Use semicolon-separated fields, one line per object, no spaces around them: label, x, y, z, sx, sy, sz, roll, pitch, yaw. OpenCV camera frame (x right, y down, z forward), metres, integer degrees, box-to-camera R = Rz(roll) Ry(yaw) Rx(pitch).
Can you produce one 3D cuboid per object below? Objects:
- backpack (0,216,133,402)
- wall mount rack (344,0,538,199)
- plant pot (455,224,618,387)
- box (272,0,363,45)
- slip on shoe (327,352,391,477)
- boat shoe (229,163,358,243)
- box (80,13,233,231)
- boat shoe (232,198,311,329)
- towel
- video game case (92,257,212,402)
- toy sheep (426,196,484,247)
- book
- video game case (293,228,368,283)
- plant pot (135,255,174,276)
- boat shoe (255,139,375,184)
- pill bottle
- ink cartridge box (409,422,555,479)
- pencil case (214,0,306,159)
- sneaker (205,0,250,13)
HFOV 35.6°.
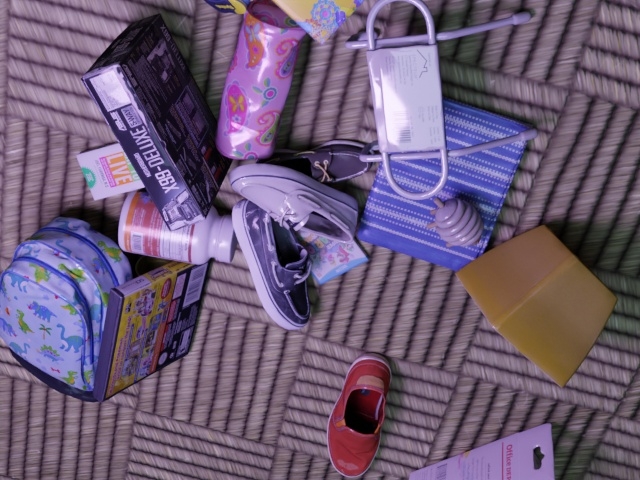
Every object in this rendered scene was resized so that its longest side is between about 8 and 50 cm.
backpack;-0.502;0.128;1.975;0.290;0.273;0.356;32;117;15
wall mount rack;0.205;-0.254;1.679;0.304;0.130;0.350;-2;111;15
plant pot;0.410;0.101;1.827;0.187;0.212;0.212;-45;117;11
box;0.003;-0.512;1.516;0.279;0.177;0.290;41;112;-15
slip on shoe;0.080;0.392;2.132;0.123;0.101;0.331;12;124;0
boat shoe;-0.046;-0.060;1.810;0.267;0.088;0.096;22;146;-34
box;-0.270;-0.209;1.732;0.076;0.242;0.307;-17;118;19
boat shoe;-0.068;0.047;1.927;0.102;0.108;0.301;-4;119;32
towel;0.223;-0.104;1.842;0.243;0.040;0.336;18;121;0
video game case;-0.335;0.166;1.984;0.035;0.248;0.275;34;126;24
toy sheep;0.246;-0.034;1.806;0.091;0.091;0.132;-35;126;26
book;-0.386;-0.141;1.918;0.144;0.035;0.096;-14;109;18
video game case;0.000;0.000;1.951;0.119;0.015;0.166;-28;113;24
plant pot;-0.332;0.080;2.026;0.083;0.083;0.079;8;135;5
boat shoe;-0.013;-0.132;1.838;0.227;0.069;0.081;-5;121;12
pill bottle;-0.270;-0.020;1.921;0.216;0.121;0.121;10;123;3
ink cartridge box;0.360;0.543;2.115;0.353;0.207;0.119;-27;113;24
pencil case;-0.104;-0.274;1.739;0.124;0.124;0.284;17;123;-1
sneaker;-0.158;-0.417;1.671;0.053;0.144;0.059;29;85;-42
